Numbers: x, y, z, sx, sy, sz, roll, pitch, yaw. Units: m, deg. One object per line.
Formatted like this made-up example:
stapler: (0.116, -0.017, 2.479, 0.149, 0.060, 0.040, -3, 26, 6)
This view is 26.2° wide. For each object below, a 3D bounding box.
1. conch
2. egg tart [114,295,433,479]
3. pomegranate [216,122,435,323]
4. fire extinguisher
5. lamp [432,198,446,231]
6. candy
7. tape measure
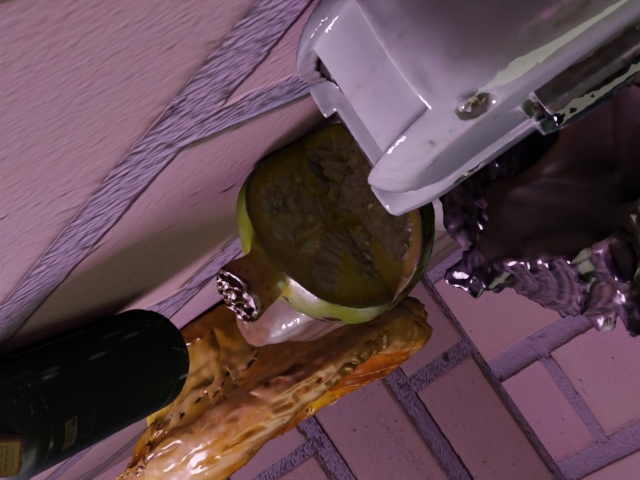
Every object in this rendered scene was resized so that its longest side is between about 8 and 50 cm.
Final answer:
conch: (0.176, -0.062, 0.927, 0.186, 0.240, 0.313, 1, -153, -14)
egg tart: (-0.079, 0.163, 1.688, 0.443, 0.178, 0.443, -32, 175, -3)
pomegranate: (0.001, 0.001, 1.001, 0.169, 0.143, 0.122, -43, 175, -8)
fire extinguisher: (-0.215, 0.133, 1.078, 0.095, 0.114, 0.311, 12, -169, 20)
lamp: (0.133, -0.048, 1.571, 0.193, 0.106, 0.106, -21, 169, -24)
candy: (0.006, 0.027, 1.346, 0.104, 0.102, 0.234, -3, 161, -38)
tape measure: (0.105, -0.115, 0.751, 0.243, 0.125, 0.246, -36, 174, 10)
